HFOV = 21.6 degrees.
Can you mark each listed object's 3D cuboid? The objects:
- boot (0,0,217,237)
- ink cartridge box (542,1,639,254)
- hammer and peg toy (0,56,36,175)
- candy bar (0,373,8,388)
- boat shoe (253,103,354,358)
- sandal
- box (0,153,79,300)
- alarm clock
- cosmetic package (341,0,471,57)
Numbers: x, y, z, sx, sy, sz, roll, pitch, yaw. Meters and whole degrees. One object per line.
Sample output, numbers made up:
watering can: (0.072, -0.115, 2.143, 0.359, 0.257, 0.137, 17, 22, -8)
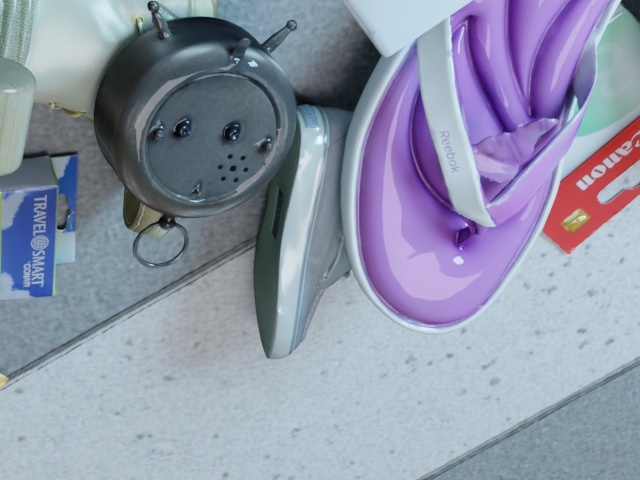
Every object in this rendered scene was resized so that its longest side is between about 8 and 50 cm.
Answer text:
boot: (-0.164, -0.096, 1.144, 0.165, 0.077, 0.213, -3, 125, -22)
ink cartridge box: (0.215, -0.080, 1.336, 0.181, 0.056, 0.224, -40, 131, 14)
hammer and peg toy: (-0.301, -0.093, 0.839, 0.361, 0.266, 0.127, 6, 108, -25)
candy bar: (-0.321, 0.101, 1.291, 0.161, 0.018, 0.040, 18, 120, -35)
boat shoe: (0.000, -0.001, 1.293, 0.081, 0.079, 0.228, -1, 126, -17)
sandal: (0.128, -0.114, 1.179, 0.169, 0.102, 0.416, 14, 109, -17)
box: (-0.260, -0.004, 1.208, 0.178, 0.042, 0.109, -5, 131, -18)
alarm clock: (-0.086, -0.061, 1.117, 0.129, 0.064, 0.192, 3, 121, -29)
cosmetic package: (-0.057, -0.300, 0.800, 0.097, 0.377, 0.284, -32, 135, 7)
